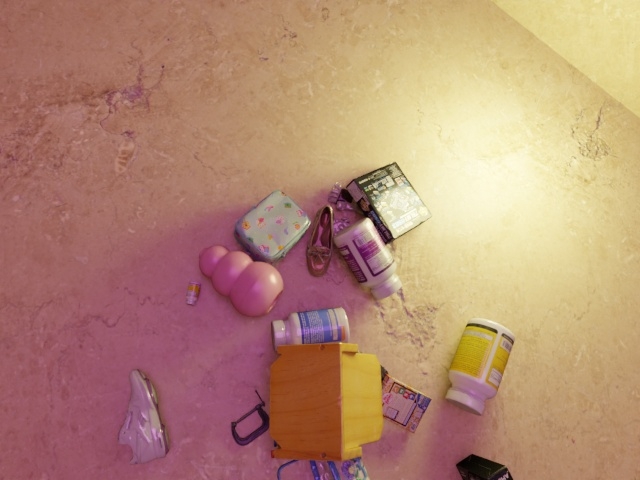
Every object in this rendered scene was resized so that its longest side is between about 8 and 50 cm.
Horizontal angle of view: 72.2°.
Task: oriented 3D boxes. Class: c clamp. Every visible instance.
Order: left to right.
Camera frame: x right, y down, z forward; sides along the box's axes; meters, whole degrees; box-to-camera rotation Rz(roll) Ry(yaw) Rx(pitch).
[{"bbox_3d":[-0.254,0.642,1.569,0.160,0.022,0.137,-37,90,-20],"label":"c clamp"}]

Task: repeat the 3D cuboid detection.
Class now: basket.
[{"bbox_3d":[0.019,0.827,1.477,0.289,0.201,0.255,-18,79,-25],"label":"basket"}]

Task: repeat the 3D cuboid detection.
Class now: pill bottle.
[{"bbox_3d":[-0.475,0.197,1.633,0.043,0.043,0.083,12,73,-8],"label":"pill bottle"},{"bbox_3d":[-0.041,0.336,1.628,0.272,0.152,0.152,-4,76,-13],"label":"pill bottle"},{"bbox_3d":[0.194,0.076,1.731,0.169,0.169,0.302,-33,97,-18],"label":"pill bottle"},{"bbox_3d":[0.611,0.487,1.704,0.188,0.188,0.334,30,71,-2],"label":"pill bottle"}]

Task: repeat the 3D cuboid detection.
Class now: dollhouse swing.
[{"bbox_3d":[0.031,0.542,1.514,0.315,0.305,0.347,-7,72,17],"label":"dollhouse swing"}]

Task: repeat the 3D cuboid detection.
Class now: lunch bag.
[{"bbox_3d":[-0.186,-0.042,1.709,0.224,0.108,0.279,44,61,3],"label":"lunch bag"}]

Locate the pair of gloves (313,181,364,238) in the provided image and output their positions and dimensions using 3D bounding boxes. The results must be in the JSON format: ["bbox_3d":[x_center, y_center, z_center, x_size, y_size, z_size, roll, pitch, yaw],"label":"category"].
[{"bbox_3d":[0.101,-0.107,1.841,0.204,0.042,0.240,29,72,-3],"label":"pair of gloves"}]

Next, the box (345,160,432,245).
[{"bbox_3d":[0.293,-0.162,1.831,0.295,0.073,0.293,-28,82,-39],"label":"box"}]

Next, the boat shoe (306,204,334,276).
[{"bbox_3d":[0.000,0.000,1.747,0.104,0.089,0.285,5,83,-1],"label":"boat shoe"}]

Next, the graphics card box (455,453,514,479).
[{"bbox_3d":[0.652,0.970,1.554,0.094,0.233,0.371,-22,81,-16],"label":"graphics card box"}]

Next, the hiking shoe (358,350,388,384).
[{"bbox_3d":[0.145,0.490,1.658,0.227,0.086,0.114,31,67,-3],"label":"hiking shoe"}]

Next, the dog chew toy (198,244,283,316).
[{"bbox_3d":[-0.303,0.134,1.611,0.331,0.206,0.207,33,71,6],"label":"dog chew toy"}]

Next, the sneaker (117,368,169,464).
[{"bbox_3d":[-0.609,0.587,1.457,0.152,0.114,0.305,-16,78,-17],"label":"sneaker"}]

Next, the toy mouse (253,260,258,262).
[{"bbox_3d":[-0.244,0.065,1.724,0.143,0.031,0.161,7,73,-10],"label":"toy mouse"}]

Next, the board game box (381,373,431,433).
[{"bbox_3d":[0.300,0.612,1.647,0.193,0.045,0.147,30,85,-11],"label":"board game box"}]

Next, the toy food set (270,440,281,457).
[{"bbox_3d":[-0.121,0.640,1.543,0.104,0.111,0.232,-6,63,-1],"label":"toy food set"}]
